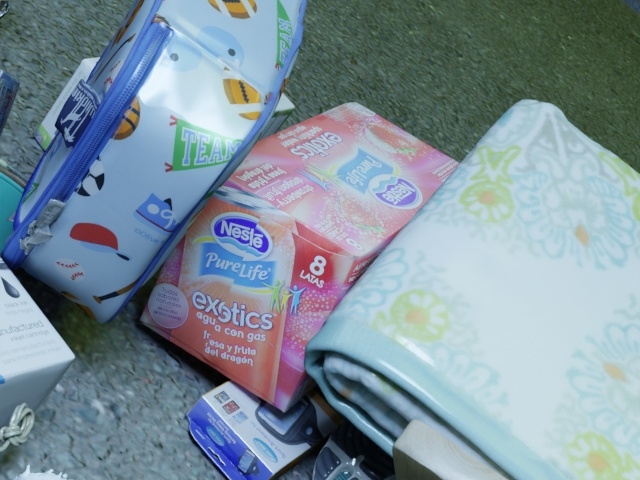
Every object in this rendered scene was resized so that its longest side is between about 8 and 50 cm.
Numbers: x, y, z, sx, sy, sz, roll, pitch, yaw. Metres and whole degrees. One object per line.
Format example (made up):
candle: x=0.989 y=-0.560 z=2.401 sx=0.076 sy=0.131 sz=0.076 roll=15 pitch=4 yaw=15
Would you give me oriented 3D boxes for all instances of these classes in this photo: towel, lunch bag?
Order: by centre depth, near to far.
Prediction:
lunch bag: x=-0.117 y=-0.094 z=0.977 sx=0.115 sy=0.243 sz=0.303 roll=33 pitch=40 yaw=-13
towel: x=0.215 y=0.100 z=1.030 sx=0.374 sy=0.090 sz=0.320 roll=39 pitch=52 yaw=5

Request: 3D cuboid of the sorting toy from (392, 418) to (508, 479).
sorting toy: x=0.141 y=0.267 z=0.904 sx=0.255 sy=0.257 sz=0.089 roll=33 pitch=69 yaw=23

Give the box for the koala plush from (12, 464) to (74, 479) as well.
koala plush: x=-0.166 y=0.222 z=0.592 sx=0.203 sy=0.221 sz=0.196 roll=30 pitch=30 yaw=-17

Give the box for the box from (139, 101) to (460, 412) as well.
box: x=0.000 y=0.000 z=1.154 sx=0.142 sy=0.154 sz=0.300 roll=30 pitch=23 yaw=13

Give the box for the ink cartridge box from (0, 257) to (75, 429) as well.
ink cartridge box: x=-0.273 y=0.041 z=0.879 sx=0.190 sy=0.082 sz=0.139 roll=51 pitch=30 yaw=18

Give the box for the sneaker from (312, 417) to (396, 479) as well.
sneaker: x=0.100 y=0.164 z=1.122 sx=0.275 sy=0.110 sz=0.107 roll=-26 pitch=63 yaw=-40

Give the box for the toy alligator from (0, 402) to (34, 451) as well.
toy alligator: x=-0.229 y=0.152 z=0.807 sx=0.051 sy=0.056 sz=0.189 roll=0 pitch=25 yaw=13

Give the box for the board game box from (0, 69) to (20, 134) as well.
board game box: x=-0.311 y=-0.125 z=1.048 sx=0.194 sy=0.060 sz=0.194 roll=21 pitch=0 yaw=4

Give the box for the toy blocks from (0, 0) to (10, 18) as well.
toy blocks: x=-0.404 y=-0.343 z=1.184 sx=0.309 sy=0.260 sz=0.288 roll=51 pitch=50 yaw=-32

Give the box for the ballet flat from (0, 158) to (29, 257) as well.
ballet flat: x=-0.291 y=-0.049 z=1.010 sx=0.221 sy=0.077 sz=0.079 roll=23 pitch=13 yaw=-27

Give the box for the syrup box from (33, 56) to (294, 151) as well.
syrup box: x=-0.136 y=-0.110 z=1.247 sx=0.096 sy=0.093 sz=0.237 roll=48 pitch=29 yaw=15

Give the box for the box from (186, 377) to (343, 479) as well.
box: x=-0.044 y=0.141 z=1.064 sx=0.081 sy=0.028 sz=0.136 roll=45 pitch=26 yaw=11
